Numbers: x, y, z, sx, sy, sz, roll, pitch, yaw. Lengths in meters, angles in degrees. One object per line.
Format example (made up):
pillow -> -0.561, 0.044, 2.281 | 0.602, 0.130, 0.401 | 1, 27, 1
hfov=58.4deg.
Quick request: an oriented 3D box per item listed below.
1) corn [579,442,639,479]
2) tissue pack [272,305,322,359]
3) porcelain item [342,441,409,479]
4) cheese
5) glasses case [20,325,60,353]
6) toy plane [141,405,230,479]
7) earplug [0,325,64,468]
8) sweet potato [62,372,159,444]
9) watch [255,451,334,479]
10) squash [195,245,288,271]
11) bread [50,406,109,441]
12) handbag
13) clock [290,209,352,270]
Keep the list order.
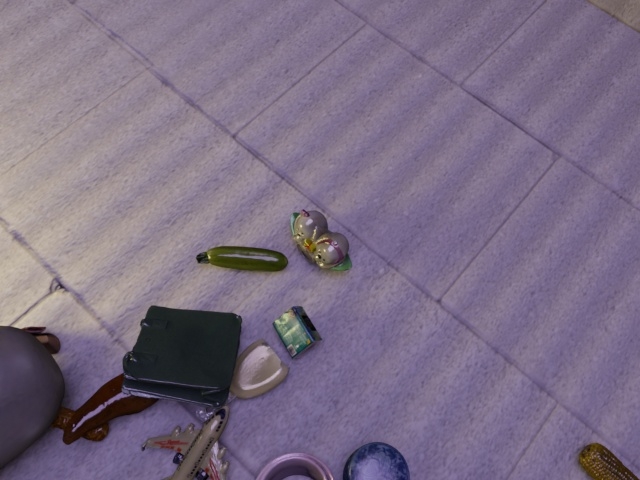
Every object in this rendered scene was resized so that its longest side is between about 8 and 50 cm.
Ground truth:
corn -> 0.733, 0.595, 1.392 | 0.080, 0.080, 0.231 | -39, 75, -19
tissue pack -> -0.055, 0.240, 1.505 | 0.085, 0.079, 0.111 | -41, 68, 17
porcelain item -> 0.129, 0.554, 1.348 | 0.147, 0.114, 0.147 | 2, 65, -4
cheese -> -0.205, 0.366, 1.447 | 0.251, 0.054, 0.127 | -38, 69, -18
glasses case -> -0.769, 0.247, 1.437 | 0.193, 0.102, 0.070 | -7, 59, -7
toy plane -> -0.290, 0.504, 1.347 | 0.241, 0.104, 0.256 | 31, 71, 13
earplug -> -0.780, 0.370, 1.260 | 0.394, 0.313, 0.313 | -38, 73, -18
sweet potato -> -0.456, 0.368, 1.397 | 0.359, 0.112, 0.112 | -25, 69, -25
watch -> -0.063, 0.620, 1.285 | 0.248, 0.211, 0.217 | -34, 54, -26
squash -> -0.214, 0.048, 1.584 | 0.251, 0.066, 0.066 | 6, 65, -2
bread -> -0.589, 0.443, 1.387 | 0.157, 0.044, 0.052 | 16, 71, 4
handbag -> -0.332, 0.273, 1.401 | 0.260, 0.079, 0.248 | 11, 37, -6
clock -> 0.000, 0.000, 1.580 | 0.231, 0.144, 0.103 | 42, 71, 14
